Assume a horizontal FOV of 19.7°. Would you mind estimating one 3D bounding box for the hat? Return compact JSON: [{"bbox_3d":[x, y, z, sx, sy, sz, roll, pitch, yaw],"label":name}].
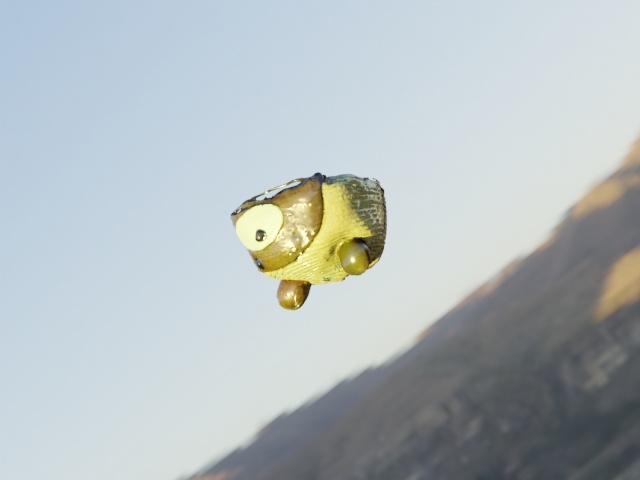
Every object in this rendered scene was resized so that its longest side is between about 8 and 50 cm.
[{"bbox_3d":[0.000,0.000,1.004,0.077,0.059,0.076,-24,-15,24],"label":"hat"}]
